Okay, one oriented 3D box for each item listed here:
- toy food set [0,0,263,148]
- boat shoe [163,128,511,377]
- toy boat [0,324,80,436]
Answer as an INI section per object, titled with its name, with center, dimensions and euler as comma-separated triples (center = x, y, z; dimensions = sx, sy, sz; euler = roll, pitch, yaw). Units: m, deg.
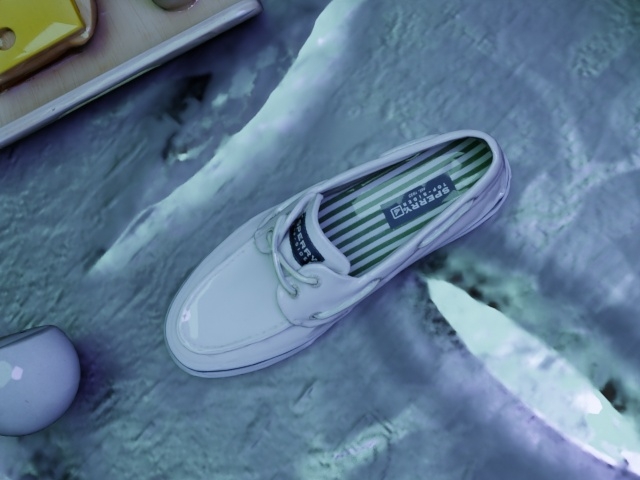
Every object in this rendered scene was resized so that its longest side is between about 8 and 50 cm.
[toy food set]
center = -0.197, -0.222, 0.518
dimensions = 0.220, 0.092, 0.306
euler = -27, 82, 6
[boat shoe]
center = 0.000, 0.000, 0.459
dimensions = 0.226, 0.076, 0.083
euler = -35, 76, 4
[toy boat]
center = -0.225, 0.183, 0.407
dimensions = 0.148, 0.267, 0.318
euler = -12, 50, 30
